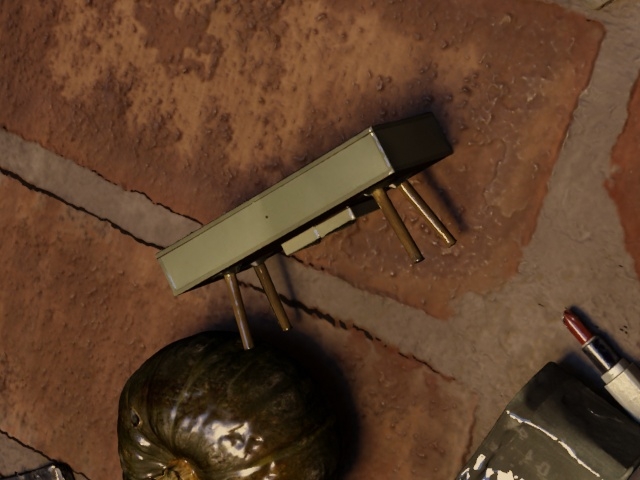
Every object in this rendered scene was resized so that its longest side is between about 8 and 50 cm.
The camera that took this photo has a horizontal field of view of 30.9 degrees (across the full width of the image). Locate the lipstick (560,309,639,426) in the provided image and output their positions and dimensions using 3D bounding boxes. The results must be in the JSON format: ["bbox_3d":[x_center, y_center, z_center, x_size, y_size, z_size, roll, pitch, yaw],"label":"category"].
[{"bbox_3d":[0.230,0.097,0.927,0.025,0.025,0.107,-45,78,27],"label":"lipstick"}]

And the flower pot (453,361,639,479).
[{"bbox_3d":[0.164,0.215,0.945,0.108,0.103,0.229,38,116,18],"label":"flower pot"}]

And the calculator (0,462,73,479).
[{"bbox_3d":[-0.298,0.377,1.281,0.161,0.021,0.261,-17,92,31],"label":"calculator"}]

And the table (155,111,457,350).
[{"bbox_3d":[0.000,0.000,0.978,0.240,0.121,0.111,-29,86,31],"label":"table"}]

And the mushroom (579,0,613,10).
[{"bbox_3d":[0.165,-0.267,0.854,0.081,0.092,0.223,-42,80,-16],"label":"mushroom"}]

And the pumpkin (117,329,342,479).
[{"bbox_3d":[-0.088,0.189,1.047,0.224,0.157,0.223,15,118,31],"label":"pumpkin"}]
